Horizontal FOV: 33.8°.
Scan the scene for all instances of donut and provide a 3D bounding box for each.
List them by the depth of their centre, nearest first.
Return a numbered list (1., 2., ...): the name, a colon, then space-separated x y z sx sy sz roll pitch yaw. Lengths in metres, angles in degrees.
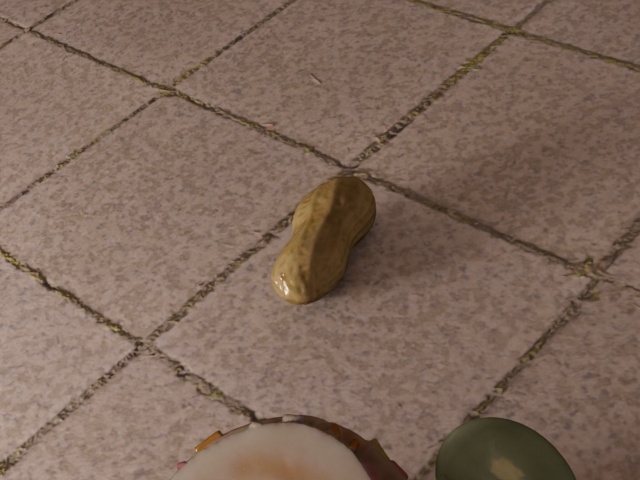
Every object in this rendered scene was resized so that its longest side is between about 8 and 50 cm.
1. donut: -0.036 0.383 1.168 0.383 0.142 0.382 -13 61 25

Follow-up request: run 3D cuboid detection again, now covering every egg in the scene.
1. egg: 0.225 0.298 1.267 0.149 0.149 0.192 -35 55 -23

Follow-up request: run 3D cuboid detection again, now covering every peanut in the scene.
1. peanut: 0.000 0.000 1.674 0.124 0.123 0.256 14 52 26
